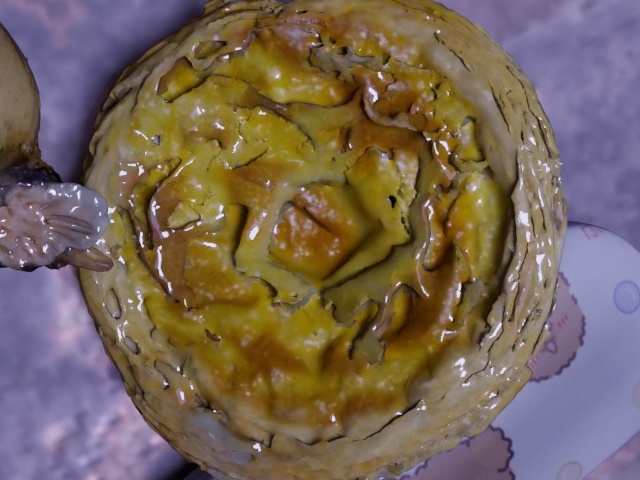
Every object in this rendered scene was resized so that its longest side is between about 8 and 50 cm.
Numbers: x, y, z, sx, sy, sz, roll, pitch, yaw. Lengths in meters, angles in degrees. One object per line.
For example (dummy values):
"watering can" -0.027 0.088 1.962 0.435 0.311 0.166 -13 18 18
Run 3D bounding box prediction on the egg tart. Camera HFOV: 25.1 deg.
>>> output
"egg tart" 0.000 0.000 0.356 0.129 0.049 0.129 0 89 19

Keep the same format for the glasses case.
"glasses case" 0.025 0.057 0.387 0.164 0.041 0.063 -35 104 -5

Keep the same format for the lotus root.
"lotus root" -0.111 -0.038 0.334 0.152 0.063 0.072 38 78 -6
